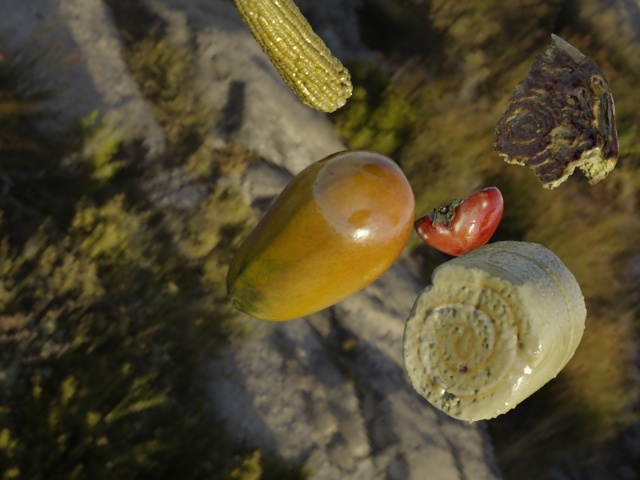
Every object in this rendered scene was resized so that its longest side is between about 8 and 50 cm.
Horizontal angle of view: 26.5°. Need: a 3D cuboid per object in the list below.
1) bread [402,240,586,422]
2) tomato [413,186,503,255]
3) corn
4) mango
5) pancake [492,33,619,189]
[{"bbox_3d":[0.163,0.082,1.264,0.134,0.148,0.141,20,17,24],"label":"bread"},{"bbox_3d":[0.248,-0.025,2.327,0.091,0.159,0.139,65,21,9],"label":"tomato"},{"bbox_3d":[-0.045,-0.289,1.952,0.288,0.086,0.086,50,22,-42],"label":"corn"},{"bbox_3d":[0.007,0.000,1.590,0.175,0.254,0.139,16,41,-42],"label":"mango"},{"bbox_3d":[0.420,-0.206,2.290,0.212,0.257,0.056,26,-5,18],"label":"pancake"}]
